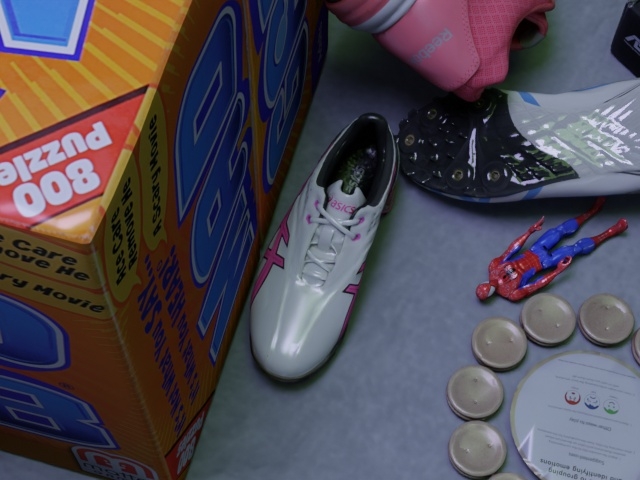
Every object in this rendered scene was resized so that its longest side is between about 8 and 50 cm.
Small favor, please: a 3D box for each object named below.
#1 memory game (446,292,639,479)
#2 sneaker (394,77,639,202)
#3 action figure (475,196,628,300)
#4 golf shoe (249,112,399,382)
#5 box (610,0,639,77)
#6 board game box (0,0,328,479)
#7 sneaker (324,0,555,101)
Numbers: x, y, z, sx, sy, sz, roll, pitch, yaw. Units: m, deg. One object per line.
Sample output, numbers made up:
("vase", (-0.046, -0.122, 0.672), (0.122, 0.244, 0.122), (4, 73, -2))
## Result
("memory game", (0.170, 0.116, 0.797), (0.186, 0.012, 0.186), (1, 63, -1))
("sneaker", (0.168, -0.064, 0.854), (0.237, 0.086, 0.085), (-4, 75, 16))
("action figure", (0.151, 0.008, 0.844), (0.115, 0.030, 0.038), (-32, 73, -14))
("golf shoe", (0.000, 0.000, 0.813), (0.067, 0.086, 0.186), (18, 65, 6))
("box", (0.378, -0.119, 0.895), (0.216, 0.060, 0.270), (-34, 69, -17))
("board game box", (-0.208, -0.114, 0.714), (0.356, 0.356, 0.356), (14, 64, 7))
("sneaker", (0.110, -0.199, 0.895), (0.136, 0.116, 0.314), (45, 42, -11))
